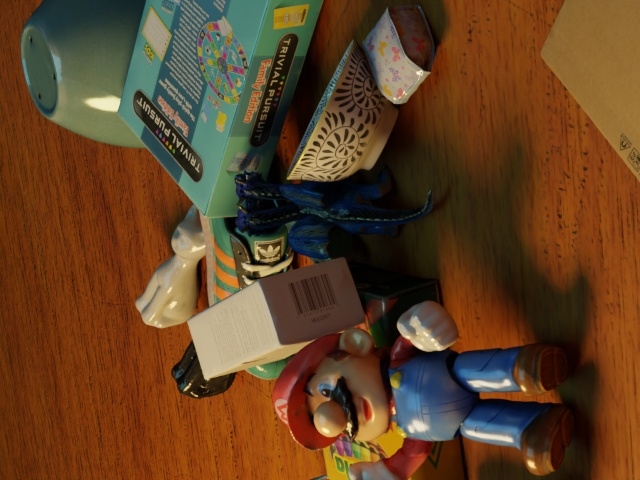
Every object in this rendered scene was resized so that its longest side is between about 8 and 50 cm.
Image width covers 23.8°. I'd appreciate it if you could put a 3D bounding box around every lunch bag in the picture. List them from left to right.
[{"bbox_3d":[0.087,-0.192,1.580,0.071,0.053,0.083,-52,49,54],"label":"lunch bag"}]

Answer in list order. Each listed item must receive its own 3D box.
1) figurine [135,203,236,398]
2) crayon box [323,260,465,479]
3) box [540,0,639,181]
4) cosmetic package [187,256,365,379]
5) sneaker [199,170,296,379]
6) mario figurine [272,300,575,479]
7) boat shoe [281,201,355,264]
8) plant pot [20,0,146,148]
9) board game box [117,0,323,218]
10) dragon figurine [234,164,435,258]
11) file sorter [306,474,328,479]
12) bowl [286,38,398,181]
[{"bbox_3d":[-0.169,0.081,2.166,0.215,0.092,0.209,59,141,28],"label":"figurine"},{"bbox_3d":[0.074,0.194,1.775,0.202,0.081,0.318,11,115,59],"label":"crayon box"},{"bbox_3d":[0.275,-0.149,1.293,0.201,0.021,0.164,58,148,28],"label":"box"},{"bbox_3d":[-0.055,0.093,1.746,0.231,0.117,0.085,-33,72,62],"label":"cosmetic package"},{"bbox_3d":[-0.084,0.033,1.946,0.121,0.108,0.302,-11,93,66],"label":"sneaker"},{"bbox_3d":[0.085,0.175,1.544,0.321,0.170,0.198,-2,70,32],"label":"mario figurine"},{"bbox_3d":[-0.002,0.000,1.841,0.153,0.056,0.048,40,144,51],"label":"boat shoe"},{"bbox_3d":[-0.299,-0.253,2.094,0.290,0.195,0.290,37,135,49],"label":"plant pot"},{"bbox_3d":[-0.125,-0.237,1.842,0.254,0.079,0.336,48,130,40],"label":"board game box"},{"bbox_3d":[0.007,-0.032,1.708,0.289,0.144,0.085,21,123,56],"label":"dragon figurine"},{"bbox_3d":[0.003,0.405,1.976,0.104,0.118,0.170,7,111,64],"label":"file sorter"},{"bbox_3d":[0.034,-0.126,1.650,0.170,0.080,0.170,-63,6,11],"label":"bowl"}]
